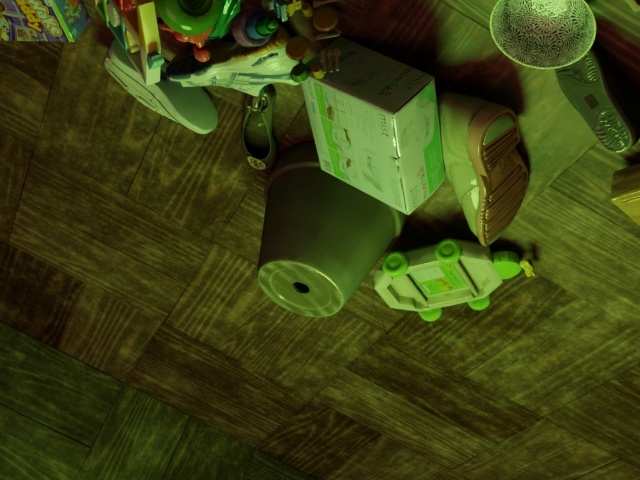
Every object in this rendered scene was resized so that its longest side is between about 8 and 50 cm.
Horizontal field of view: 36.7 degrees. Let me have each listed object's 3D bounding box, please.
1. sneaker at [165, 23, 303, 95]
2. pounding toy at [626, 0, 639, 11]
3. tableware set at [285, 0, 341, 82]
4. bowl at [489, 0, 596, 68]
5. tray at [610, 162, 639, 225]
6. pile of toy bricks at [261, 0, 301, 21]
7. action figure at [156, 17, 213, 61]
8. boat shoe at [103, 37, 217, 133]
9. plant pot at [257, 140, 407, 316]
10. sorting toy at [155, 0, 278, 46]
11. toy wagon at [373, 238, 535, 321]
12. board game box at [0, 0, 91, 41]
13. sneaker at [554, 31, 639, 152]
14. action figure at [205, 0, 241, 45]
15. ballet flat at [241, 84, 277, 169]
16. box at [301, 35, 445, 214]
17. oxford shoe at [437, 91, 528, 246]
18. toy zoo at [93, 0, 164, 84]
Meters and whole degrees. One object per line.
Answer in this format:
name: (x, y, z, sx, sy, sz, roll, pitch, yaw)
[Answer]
sneaker: (-0.168, -0.326, 1.878, 0.296, 0.112, 0.131, -2, 143, 34)
pounding toy: (0.505, -0.444, 1.371, 0.206, 0.094, 0.181, -15, 146, 39)
tableware set: (-0.012, -0.358, 1.729, 0.104, 0.154, 0.024, -8, 163, 15)
bowl: (0.367, -0.369, 1.569, 0.170, 0.080, 0.170, 14, 142, 11)
tray: (0.741, -0.097, 1.681, 0.203, 0.076, 0.411, 34, 147, -28)
pile of toy bricks: (-0.043, -0.479, 1.636, 0.118, 0.105, 0.212, 49, 155, 40)
action figure: (-0.280, -0.447, 1.737, 0.139, 0.091, 0.280, -5, 113, 56)
boat shoe: (-0.335, -0.308, 1.998, 0.267, 0.096, 0.088, 35, 146, -15)
plant pot: (0.000, 0.000, 2.060, 0.323, 0.280, 0.323, 14, 144, 11)
sorting toy: (-0.218, -0.423, 1.610, 0.365, 0.127, 0.126, 22, 174, -31)
toy wagon: (0.299, 0.078, 2.131, 0.344, 0.068, 0.267, -15, 148, 18)
board game box: (-0.622, -0.546, 1.857, 0.233, 0.078, 0.347, 5, 140, 22)
sneaker: (0.485, -0.264, 1.655, 0.083, 0.118, 0.222, -25, 94, 46)
action figure: (-0.191, -0.447, 1.772, 0.137, 0.063, 0.232, 22, 140, -4)
ballet flat: (-0.131, -0.228, 2.022, 0.084, 0.058, 0.250, 19, 144, 6)
box: (0.099, -0.211, 1.800, 0.231, 0.127, 0.262, 29, 151, 33)
oxford shoe: (0.308, -0.143, 1.880, 0.146, 0.140, 0.397, 36, 156, 32)
toy zoo: (-0.354, -0.419, 1.763, 0.293, 0.030, 0.192, 54, 156, 29)
